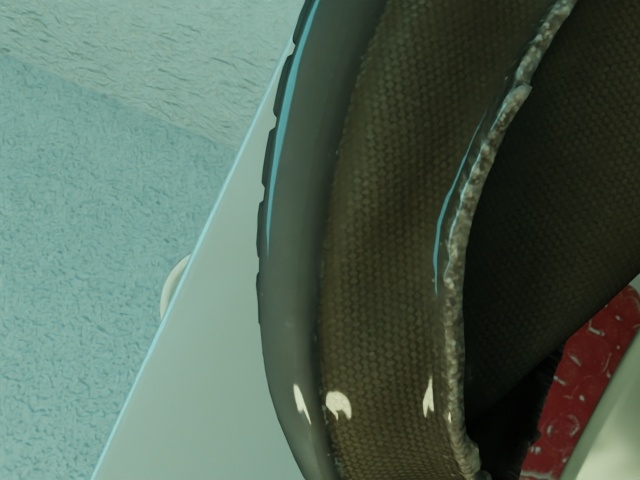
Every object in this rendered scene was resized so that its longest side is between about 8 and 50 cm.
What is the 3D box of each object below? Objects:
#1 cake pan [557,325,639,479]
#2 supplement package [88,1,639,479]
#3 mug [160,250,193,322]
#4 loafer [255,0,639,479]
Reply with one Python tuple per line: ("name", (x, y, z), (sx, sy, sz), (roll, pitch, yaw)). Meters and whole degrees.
("cake pan", (0.054, 0.122, 0.292), (0.293, 0.054, 0.293), (23, -90, -86))
("supplement package", (0.047, 0.031, 0.585), (0.175, 0.177, 0.293), (94, -161, -79))
("mug", (0.005, 0.009, 0.973), (0.150, 0.113, 0.169), (-35, 7, 34))
("loafer", (0.103, -0.085, 0.435), (0.366, 0.130, 0.134), (-63, -25, -11))
